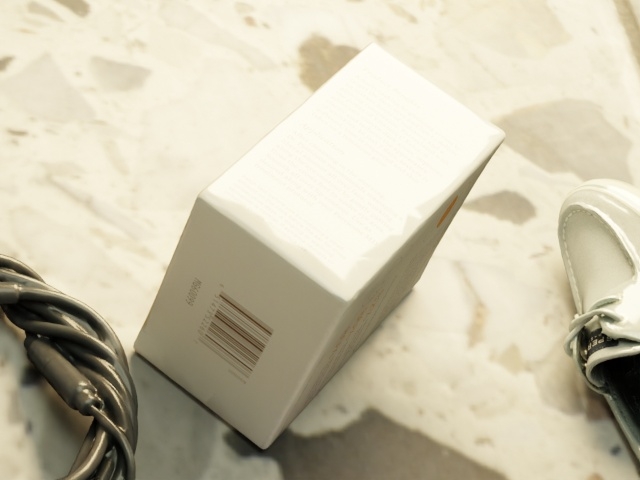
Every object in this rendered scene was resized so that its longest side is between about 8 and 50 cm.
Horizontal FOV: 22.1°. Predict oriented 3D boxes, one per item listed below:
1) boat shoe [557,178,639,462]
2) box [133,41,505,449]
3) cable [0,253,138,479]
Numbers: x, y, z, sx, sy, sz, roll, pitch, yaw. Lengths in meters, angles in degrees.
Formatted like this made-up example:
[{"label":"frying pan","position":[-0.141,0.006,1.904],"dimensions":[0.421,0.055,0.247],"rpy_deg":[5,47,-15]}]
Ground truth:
[{"label":"boat shoe","position":[0.185,0.060,0.925],"dimensions":[0.081,0.079,0.227],"rpy_deg":[-7,58,-35]},{"label":"box","position":[0.000,0.000,0.855],"dimensions":[0.091,0.130,0.170],"rpy_deg":[36,45,9]},{"label":"cable","position":[-0.164,0.070,0.784],"dimensions":[0.184,0.047,0.150],"rpy_deg":[32,40,8]}]
